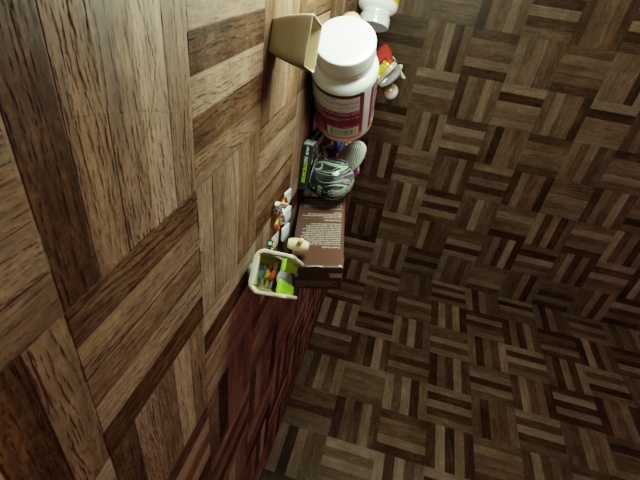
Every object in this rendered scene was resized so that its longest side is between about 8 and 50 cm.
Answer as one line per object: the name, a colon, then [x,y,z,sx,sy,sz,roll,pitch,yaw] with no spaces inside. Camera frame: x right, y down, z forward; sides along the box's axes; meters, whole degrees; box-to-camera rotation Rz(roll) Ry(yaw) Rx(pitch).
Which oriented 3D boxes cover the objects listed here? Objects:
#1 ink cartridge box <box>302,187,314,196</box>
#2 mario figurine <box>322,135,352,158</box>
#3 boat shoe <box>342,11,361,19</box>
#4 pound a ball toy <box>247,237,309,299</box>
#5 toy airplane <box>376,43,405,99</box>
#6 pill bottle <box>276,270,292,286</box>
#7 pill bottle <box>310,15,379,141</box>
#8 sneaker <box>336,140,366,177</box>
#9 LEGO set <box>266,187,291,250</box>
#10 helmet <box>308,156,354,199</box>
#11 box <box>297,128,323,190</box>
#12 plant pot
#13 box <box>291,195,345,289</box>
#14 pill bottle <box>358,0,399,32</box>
ink cartridge box: [0.007,-0.254,1.805,0.179,0.045,0.145,-47,178,10]
mario figurine: [0.037,-0.424,1.874,0.198,0.170,0.320,-39,164,8]
boat shoe: [0.095,-0.749,1.610,0.341,0.121,0.110,116,-14,-75]
pound a ball toy: [-0.129,0.071,1.321,0.319,0.135,0.209,64,37,-81]
toy airplane: [0.287,-0.817,2.262,0.385,0.272,0.386,-58,-162,33]
pill bottle: [-0.126,0.153,1.673,0.152,0.085,0.086,46,58,-80]
pill bottle: [0.081,-0.532,1.442,0.392,0.223,0.224,84,21,-71]
sneaker: [0.136,-0.344,1.865,0.161,0.102,0.282,-37,170,-44]
LEGO set: [-0.122,-0.062,1.432,0.244,0.060,0.183,-57,156,-67]
helmet: [0.049,-0.236,1.643,0.169,0.161,0.170,16,90,-83]
box: [-0.035,-0.316,1.650,0.191,0.045,0.184,-64,165,-56]
plant pot: [-0.061,-0.462,0.986,0.109,0.096,0.109,-52,155,-73]
box: [0.000,0.000,1.643,0.382,0.190,0.143,-83,174,-45]
pill bottle: [0.277,-1.145,1.930,0.188,0.187,0.334,-38,141,-78]
